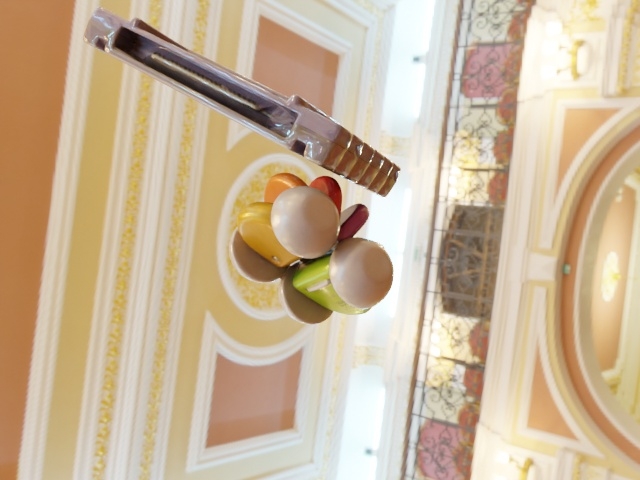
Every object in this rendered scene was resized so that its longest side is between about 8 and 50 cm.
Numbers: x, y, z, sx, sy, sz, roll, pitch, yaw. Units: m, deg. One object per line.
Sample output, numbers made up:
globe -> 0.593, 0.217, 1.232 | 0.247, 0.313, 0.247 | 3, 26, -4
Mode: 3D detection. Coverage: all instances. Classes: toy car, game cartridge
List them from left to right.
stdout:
game cartridge -> -0.085, -0.165, 0.823 | 0.068, 0.355, 0.230 | -64, -22, 10
toy car -> 0.000, 0.000, 0.752 | 0.182, 0.159, 0.136 | 42, -125, -15
